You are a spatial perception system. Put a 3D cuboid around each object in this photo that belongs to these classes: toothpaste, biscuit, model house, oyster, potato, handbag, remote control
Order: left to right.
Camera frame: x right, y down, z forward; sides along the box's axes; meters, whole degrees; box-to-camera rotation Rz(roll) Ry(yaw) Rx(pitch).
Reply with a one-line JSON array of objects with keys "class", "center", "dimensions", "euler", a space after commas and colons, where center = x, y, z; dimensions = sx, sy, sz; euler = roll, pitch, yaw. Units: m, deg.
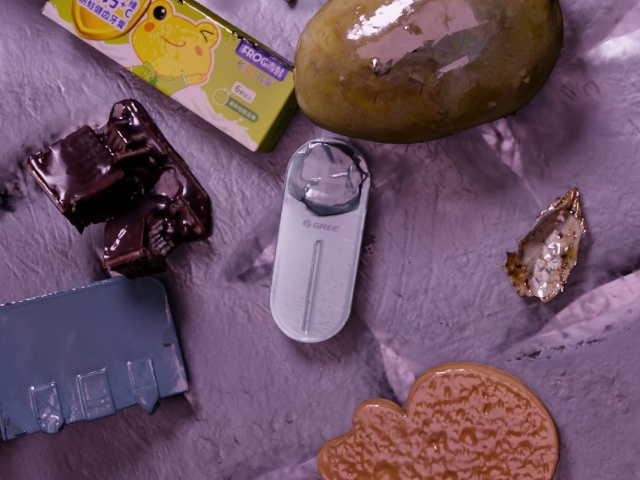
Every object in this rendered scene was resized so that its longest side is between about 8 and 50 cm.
[{"class": "handbag", "center": [-0.286, 0.143, 1.227], "dimensions": [0.229, 0.062, 0.179], "euler": [-14, 93, -18]}, {"class": "model house", "center": [-0.233, -0.054, 1.196], "dimensions": [0.203, 0.164, 0.141], "euler": [47, 108, 3]}, {"class": "toothpaste", "center": [-0.167, -0.233, 1.207], "dimensions": [0.327, 0.077, 0.110], "euler": [33, 103, 8]}, {"class": "remote control", "center": [0.000, 0.000, 1.205], "dimensions": [0.104, 0.052, 0.247], "euler": [11, 97, 10]}, {"class": "potato", "center": [0.116, -0.213, 1.094], "dimensions": [0.307, 0.173, 0.210], "euler": [-21, 106, 9]}, {"class": "biscuit", "center": [0.139, 0.257, 1.204], "dimensions": [0.289, 0.044, 0.202], "euler": [-23, 90, 15]}, {"class": "oyster", "center": [0.267, 0.009, 1.159], "dimensions": [0.132, 0.029, 0.086], "euler": [-43, 92, 10]}]
